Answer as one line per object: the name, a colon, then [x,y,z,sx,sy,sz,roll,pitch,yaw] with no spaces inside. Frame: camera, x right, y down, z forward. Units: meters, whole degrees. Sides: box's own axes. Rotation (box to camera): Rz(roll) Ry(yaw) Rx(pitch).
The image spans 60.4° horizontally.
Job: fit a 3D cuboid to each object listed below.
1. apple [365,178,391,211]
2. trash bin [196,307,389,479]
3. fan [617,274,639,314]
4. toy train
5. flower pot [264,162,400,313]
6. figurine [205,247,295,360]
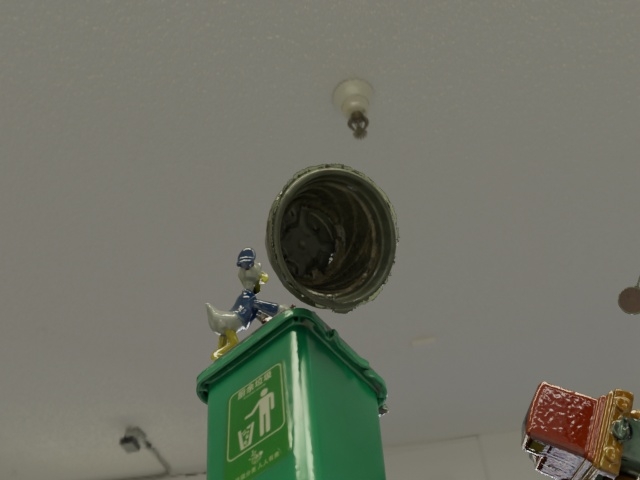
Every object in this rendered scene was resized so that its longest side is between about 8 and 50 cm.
apple: [0.094,-0.086,1.577,0.208,0.236,0.237,-25,-46,37]
trash bin: [-0.027,0.327,0.827,0.259,0.381,0.295,-37,-66,14]
fan: [0.934,0.155,1.631,0.085,0.133,0.005,16,2,9]
toy train: [0.513,0.402,1.072,0.232,0.163,0.369,18,-30,25]
flower pot: [0.000,0.000,0.901,0.236,0.235,0.141,21,-15,-24]
figurine: [-0.198,0.188,1.652,0.284,0.338,0.205,3,-8,-27]
